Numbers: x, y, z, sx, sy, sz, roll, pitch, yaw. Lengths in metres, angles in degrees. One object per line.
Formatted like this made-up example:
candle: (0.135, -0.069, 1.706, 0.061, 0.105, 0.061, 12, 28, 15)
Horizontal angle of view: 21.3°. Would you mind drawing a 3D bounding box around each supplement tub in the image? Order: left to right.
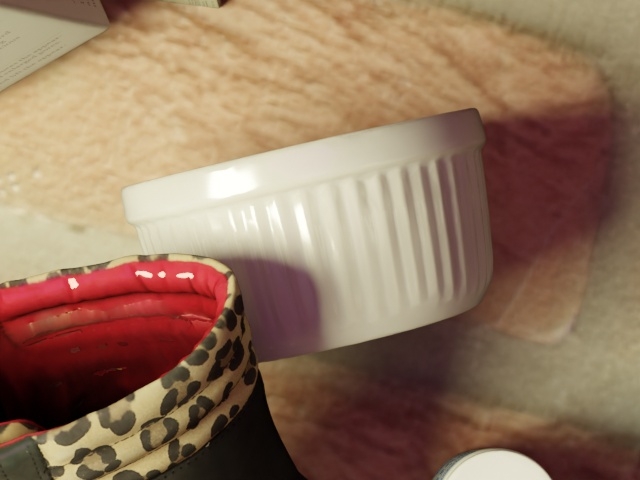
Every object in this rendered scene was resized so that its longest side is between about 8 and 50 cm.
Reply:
supplement tub: (0.098, 0.154, 0.975, 0.071, 0.107, 0.071, 0, 82, 0)

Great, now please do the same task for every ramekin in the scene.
ramekin: (0.000, 0.000, 0.954, 0.207, 0.207, 0.109, -13, 93, -2)

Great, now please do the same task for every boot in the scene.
boot: (-0.168, 0.176, 0.877, 0.377, 0.284, 0.138, -19, 42, -6)

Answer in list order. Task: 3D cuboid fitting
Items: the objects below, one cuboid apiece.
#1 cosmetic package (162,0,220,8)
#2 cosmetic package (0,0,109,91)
cosmetic package: (-0.115, -0.183, 1.054, 0.115, 0.041, 0.060, 6, 82, 0)
cosmetic package: (-0.245, -0.159, 0.959, 0.151, 0.184, 0.151, -27, 82, 18)
